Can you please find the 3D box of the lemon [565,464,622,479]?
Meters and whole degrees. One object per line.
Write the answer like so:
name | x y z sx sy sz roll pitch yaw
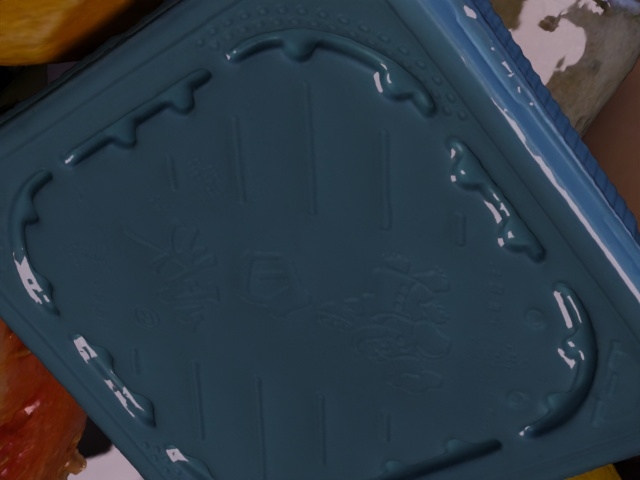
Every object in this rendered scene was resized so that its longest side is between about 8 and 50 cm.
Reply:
lemon | 0.086 0.129 0.669 0.133 0.109 0.109 25 112 -33

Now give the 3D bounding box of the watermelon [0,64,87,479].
watermelon | -0.128 0.045 0.509 0.119 0.063 0.245 -23 137 -32

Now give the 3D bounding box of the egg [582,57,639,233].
egg | 0.198 -0.019 0.544 0.244 0.201 0.201 -43 137 -7

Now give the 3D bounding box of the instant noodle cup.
instant noodle cup | 0.000 0.000 0.390 0.179 0.070 0.157 -27 108 36

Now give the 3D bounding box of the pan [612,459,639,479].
pan | 0.202 0.153 0.808 0.212 0.040 0.115 -16 133 -10

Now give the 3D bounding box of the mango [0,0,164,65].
mango | -0.057 -0.124 0.339 0.257 0.138 0.187 -16 161 -19

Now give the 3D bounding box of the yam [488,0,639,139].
yam | 0.018 -0.026 0.493 0.107 0.107 0.194 20 114 -41
